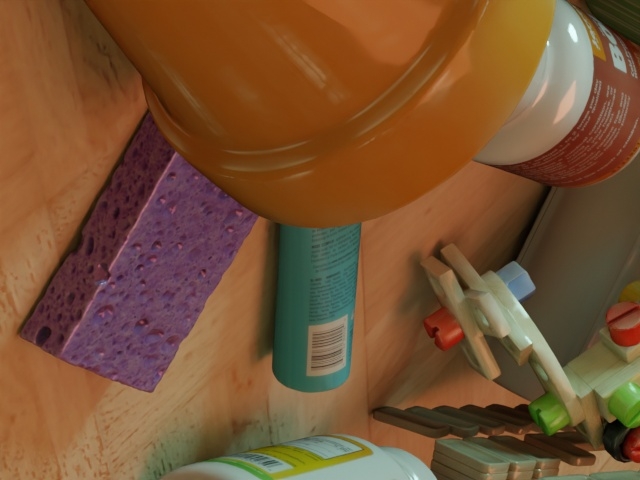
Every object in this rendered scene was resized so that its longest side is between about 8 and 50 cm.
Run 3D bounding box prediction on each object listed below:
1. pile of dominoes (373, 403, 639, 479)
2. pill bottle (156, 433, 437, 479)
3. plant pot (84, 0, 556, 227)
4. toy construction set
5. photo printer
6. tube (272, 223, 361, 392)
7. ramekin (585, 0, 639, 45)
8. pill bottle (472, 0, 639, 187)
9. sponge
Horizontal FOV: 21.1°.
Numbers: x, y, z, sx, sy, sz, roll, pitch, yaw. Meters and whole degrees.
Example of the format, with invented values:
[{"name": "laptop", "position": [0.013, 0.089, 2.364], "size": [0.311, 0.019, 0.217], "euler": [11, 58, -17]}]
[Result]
[{"name": "pile of dominoes", "position": [0.184, 0.176, 1.355], "size": [0.251, 0.196, 0.040], "euler": [4, 101, -42]}, {"name": "pill bottle", "position": [-0.012, 0.204, 1.168], "size": [0.245, 0.136, 0.136], "euler": [-2, 118, -59]}, {"name": "plant pot", "position": [-0.027, -0.136, 0.769], "size": [0.188, 0.205, 0.205], "euler": [36, 84, -47]}, {"name": "toy construction set", "position": [0.245, 0.040, 1.293], "size": [0.327, 0.151, 0.215], "euler": [-23, 134, 0]}, {"name": "photo printer", "position": [0.270, -0.003, 1.487], "size": [0.256, 0.107, 0.307], "euler": [11, 106, -62]}, {"name": "tube", "position": [0.000, 0.000, 1.092], "size": [0.080, 0.052, 0.207], "euler": [-37, 140, -47]}, {"name": "ramekin", "position": [0.321, -0.260, 1.275], "size": [0.303, 0.148, 0.303], "euler": [-41, 147, -34]}, {"name": "pill bottle", "position": [0.136, -0.104, 1.138], "size": [0.216, 0.121, 0.121], "euler": [10, 107, -63]}, {"name": "sponge", "position": [-0.076, -0.019, 0.954], "size": [0.210, 0.031, 0.117], "euler": [-60, 153, -1]}]
